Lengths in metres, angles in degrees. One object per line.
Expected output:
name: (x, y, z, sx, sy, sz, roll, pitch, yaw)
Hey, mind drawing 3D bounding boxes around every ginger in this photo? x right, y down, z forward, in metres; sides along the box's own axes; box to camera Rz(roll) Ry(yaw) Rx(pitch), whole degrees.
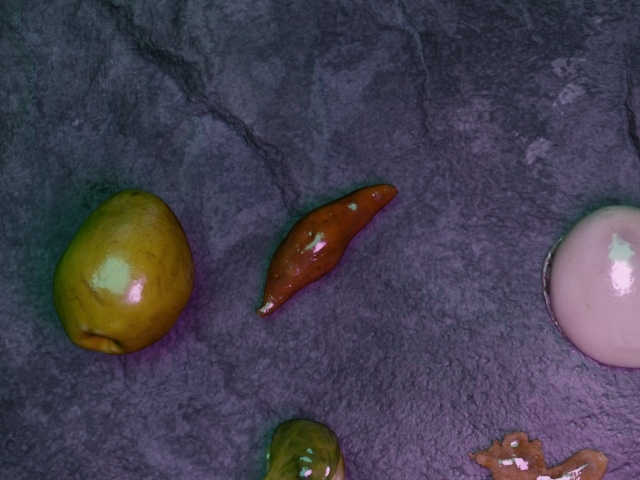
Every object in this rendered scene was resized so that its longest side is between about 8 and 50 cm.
ginger: (0.366, 0.373, 1.461, 0.214, 0.059, 0.133, -20, 70, 4)

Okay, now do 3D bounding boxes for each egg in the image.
egg: (0.518, 0.069, 1.497, 0.264, 0.174, 0.286, -17, 69, 8)

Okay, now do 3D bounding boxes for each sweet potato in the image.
sweet potato: (-0.005, 0.003, 1.667, 0.112, 0.112, 0.359, 38, 82, 23)

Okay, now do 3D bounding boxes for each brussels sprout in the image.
brussels sprout: (-0.033, 0.393, 1.493, 0.145, 0.131, 0.183, 1, 63, 17)

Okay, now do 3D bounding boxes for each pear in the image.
pear: (-0.362, 0.060, 1.641, 0.253, 0.253, 0.307, 0, 52, 11)
